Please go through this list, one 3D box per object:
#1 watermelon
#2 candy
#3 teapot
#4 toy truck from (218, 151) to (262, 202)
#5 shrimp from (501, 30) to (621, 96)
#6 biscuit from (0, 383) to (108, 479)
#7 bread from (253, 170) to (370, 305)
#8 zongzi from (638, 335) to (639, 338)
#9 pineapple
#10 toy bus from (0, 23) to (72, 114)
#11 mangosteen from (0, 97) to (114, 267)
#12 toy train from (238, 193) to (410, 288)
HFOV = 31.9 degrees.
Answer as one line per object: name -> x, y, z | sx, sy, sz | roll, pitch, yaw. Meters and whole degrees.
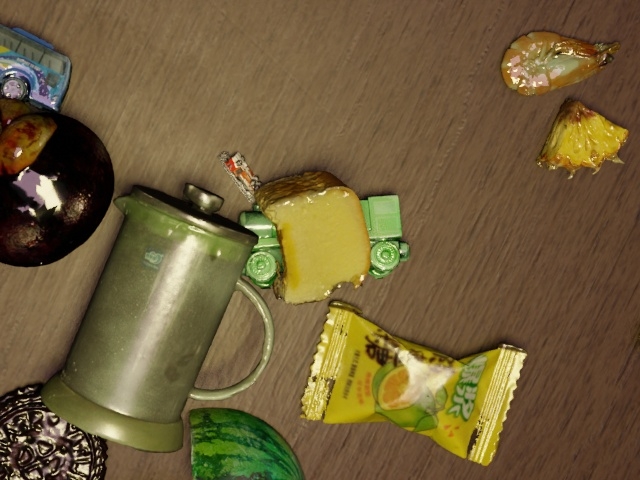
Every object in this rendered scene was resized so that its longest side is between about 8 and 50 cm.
watermelon -> -0.092, 0.330, 1.562 | 0.231, 0.146, 0.128 | 27, 91, -9
candy -> 0.133, 0.206, 1.622 | 0.297, 0.081, 0.187 | 16, 93, 0
teapot -> -0.190, 0.099, 1.481 | 0.270, 0.200, 0.337 | 23, 94, 3
toy truck -> -0.110, -0.092, 1.575 | 0.032, 0.024, 0.083 | -28, 105, 25
shrimp -> 0.351, -0.262, 1.621 | 0.184, 0.043, 0.091 | -9, 94, -7
biscuit -> -0.391, 0.296, 1.557 | 0.194, 0.053, 0.194 | -1, 96, -8
bread -> -0.013, -0.005, 1.513 | 0.140, 0.169, 0.160 | -16, 106, -6
zongzi -> 0.561, 0.203, 1.692 | 0.160, 0.078, 0.176 | 0, 100, -4
pineapple -> 0.381, -0.153, 1.634 | 0.137, 0.069, 0.116 | -17, 93, -16
toy bus -> -0.441, -0.249, 1.476 | 0.236, 0.079, 0.094 | 25, 90, -11
mangosteen -> -0.385, -0.088, 1.428 | 0.211, 0.211, 0.250 | -39, 121, -3
toy train -> 0.000, 0.000, 1.577 | 0.251, 0.085, 0.119 | -4, 80, -5
